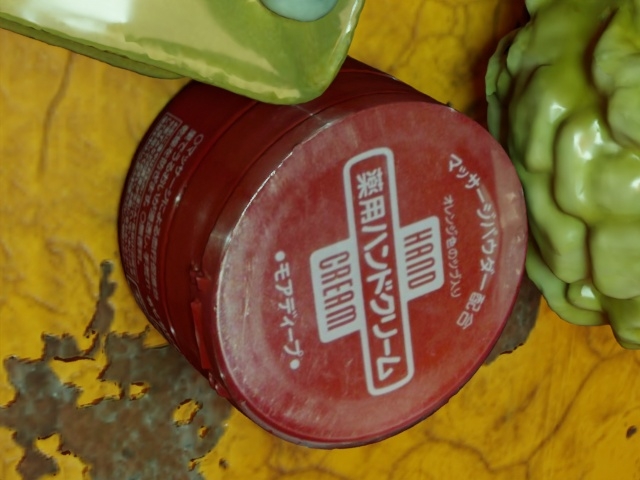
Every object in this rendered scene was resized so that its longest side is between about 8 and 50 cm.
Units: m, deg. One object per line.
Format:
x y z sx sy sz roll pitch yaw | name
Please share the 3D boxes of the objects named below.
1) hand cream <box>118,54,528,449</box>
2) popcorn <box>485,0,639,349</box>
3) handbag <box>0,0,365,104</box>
0.000 0.000 0.827 0.193 0.125 0.193 -15 119 -28 | hand cream
0.215 -0.098 0.864 0.265 0.225 0.332 -26 108 -42 | popcorn
-0.059 -0.270 0.676 0.283 0.133 0.401 17 101 -32 | handbag
